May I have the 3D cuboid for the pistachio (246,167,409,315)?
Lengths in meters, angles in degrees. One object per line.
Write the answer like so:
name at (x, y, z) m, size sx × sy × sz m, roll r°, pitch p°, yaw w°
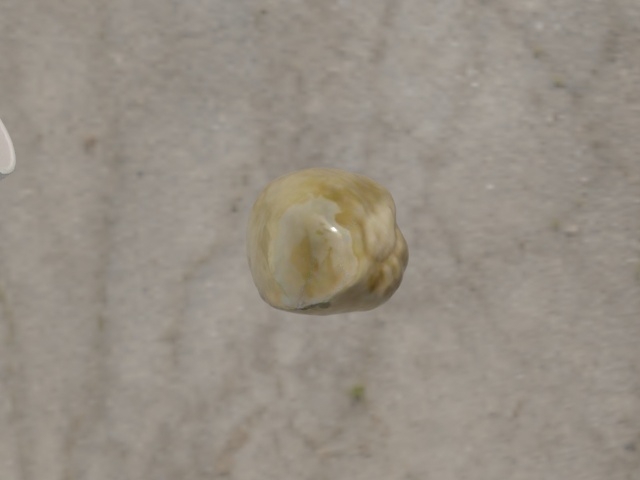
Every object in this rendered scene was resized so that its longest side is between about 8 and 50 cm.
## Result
pistachio at (0.000, 0.000, 1.448) m, size 0.126 × 0.108 × 0.185 m, roll -47°, pitch 24°, yaw 0°

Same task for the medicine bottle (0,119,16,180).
medicine bottle at (-0.452, -0.039, 1.891) m, size 0.296 × 0.161 × 0.111 m, roll -29°, pitch 78°, yaw 17°
